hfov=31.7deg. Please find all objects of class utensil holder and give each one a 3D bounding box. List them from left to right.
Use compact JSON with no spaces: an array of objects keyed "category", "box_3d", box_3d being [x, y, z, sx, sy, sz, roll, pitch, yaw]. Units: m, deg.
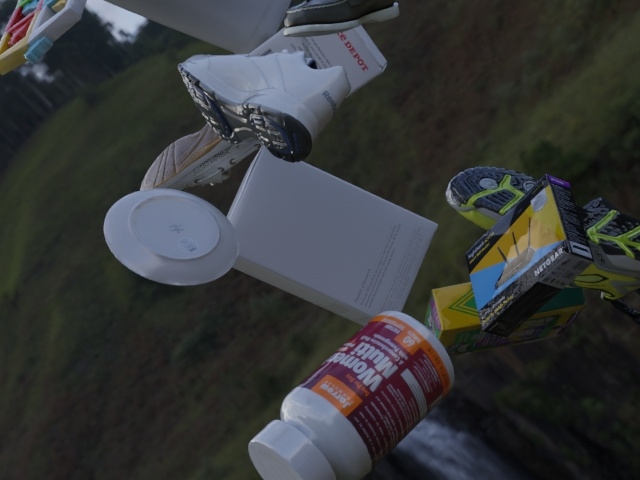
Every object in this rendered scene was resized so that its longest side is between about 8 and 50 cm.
[{"category":"utensil holder","box_3d":[-0.256,-0.570,2.215,0.328,0.385,0.328,-53,27,42]}]

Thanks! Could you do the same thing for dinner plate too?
[{"category":"dinner plate","box_3d":[-0.151,-0.009,1.159,0.141,0.141,0.017,-38,-22,-44]}]

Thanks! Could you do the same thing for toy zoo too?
[{"category":"toy zoo","box_3d":[-0.471,-0.396,1.946,0.192,0.030,0.293,-28,36,26]}]

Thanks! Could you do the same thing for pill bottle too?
[{"category":"pill bottle","box_3d":[0.034,0.185,1.224,0.221,0.121,0.121,-39,-10,-28]}]

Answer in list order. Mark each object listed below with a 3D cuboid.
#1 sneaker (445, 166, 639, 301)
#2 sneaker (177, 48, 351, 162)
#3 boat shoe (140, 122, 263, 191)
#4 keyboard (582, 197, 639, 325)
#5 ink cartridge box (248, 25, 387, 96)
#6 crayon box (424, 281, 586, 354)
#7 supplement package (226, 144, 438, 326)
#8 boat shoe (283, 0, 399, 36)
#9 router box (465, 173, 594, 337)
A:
[{"category":"sneaker","box_3d":[0.379,0.003,1.881,0.145,0.384,0.147,-73,8,-50]},{"category":"sneaker","box_3d":[-0.073,-0.190,1.453,0.129,0.297,0.111,-43,-48,-19]},{"category":"boat shoe","box_3d":[-0.192,-0.133,1.928,0.277,0.096,0.098,-28,40,31]},{"category":"keyboard","box_3d":[0.600,0.066,2.137,0.201,0.317,0.033,-45,-8,-31]},{"category":"ink cartridge box","box_3d":[-0.018,-0.327,2.109,0.237,0.172,0.100,-34,9,18]},{"category":"crayon box","box_3d":[0.402,0.164,2.528,0.313,0.106,0.363,-10,-16,0]},{"category":"supplement package","box_3d":[0.000,0.000,1.739,0.177,0.293,0.175,153,141,-79]},{"category":"boat shoe","box_3d":[0.030,-0.384,1.804,0.109,0.091,0.305,3,19,31]},{"category":"router box","box_3d":[0.265,0.022,1.455,0.179,0.046,0.133,-49,35,39]}]
